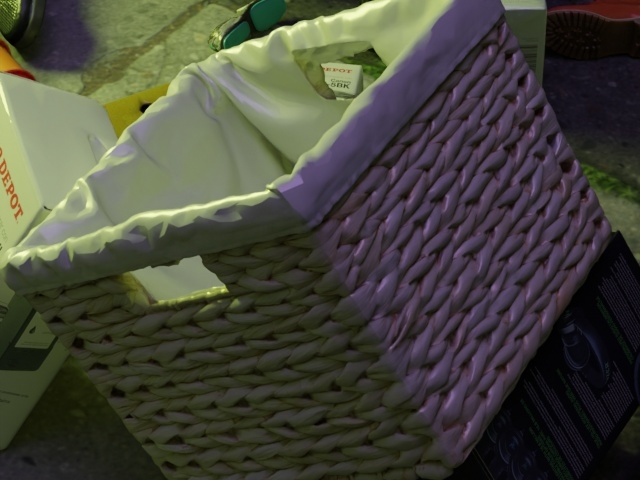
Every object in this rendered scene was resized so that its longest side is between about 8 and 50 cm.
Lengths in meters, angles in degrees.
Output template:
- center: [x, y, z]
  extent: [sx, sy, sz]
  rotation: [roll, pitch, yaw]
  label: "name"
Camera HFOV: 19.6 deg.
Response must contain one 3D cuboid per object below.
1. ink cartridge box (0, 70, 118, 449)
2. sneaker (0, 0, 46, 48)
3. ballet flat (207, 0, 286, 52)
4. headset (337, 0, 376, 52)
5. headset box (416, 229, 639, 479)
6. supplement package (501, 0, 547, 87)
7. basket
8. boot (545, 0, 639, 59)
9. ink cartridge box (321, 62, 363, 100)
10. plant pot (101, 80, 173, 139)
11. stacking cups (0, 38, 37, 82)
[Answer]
- center: [-0.283, 0.018, 1.639]
  extent: [0.115, 0.273, 0.198]
  rotation: [16, 32, -36]
  label: "ink cartridge box"
- center: [-0.383, -0.315, 2.077]
  extent: [0.130, 0.087, 0.227]
  rotation: [8, 55, -39]
  label: "sneaker"
- center: [-0.087, -0.247, 2.091]
  extent: [0.041, 0.041, 0.114]
  rotation: [28, 50, 26]
  label: "ballet flat"
- center: [-0.004, -0.365, 2.174]
  extent: [0.243, 0.185, 0.394]
  rotation: [-18, 32, -12]
  label: "headset"
- center: [0.119, 0.136, 1.546]
  extent: [0.246, 0.131, 0.283]
  rotation: [-11, 28, 45]
  label: "headset box"
- center: [0.170, -0.275, 2.046]
  extent: [0.134, 0.139, 0.244]
  rotation: [-2, 45, 0]
  label: "supplement package"
- center: [0.000, 0.000, 1.456]
  extent: [0.328, 0.266, 0.331]
  rotation: [-13, 28, 42]
  label: "basket"
- center: [0.315, -0.248, 2.083]
  extent: [0.158, 0.059, 0.084]
  rotation: [3, 40, -10]
  label: "boot"
- center: [-0.012, -0.128, 1.953]
  extent: [0.099, 0.056, 0.135]
  rotation: [5, 45, 7]
  label: "ink cartridge box"
- center: [-0.141, -0.030, 1.758]
  extent: [0.212, 0.187, 0.212]
  rotation: [-21, 48, -20]
  label: "plant pot"
- center: [-0.385, -0.212, 2.010]
  extent: [0.096, 0.096, 0.316]
  rotation: [-28, 51, -26]
  label: "stacking cups"
